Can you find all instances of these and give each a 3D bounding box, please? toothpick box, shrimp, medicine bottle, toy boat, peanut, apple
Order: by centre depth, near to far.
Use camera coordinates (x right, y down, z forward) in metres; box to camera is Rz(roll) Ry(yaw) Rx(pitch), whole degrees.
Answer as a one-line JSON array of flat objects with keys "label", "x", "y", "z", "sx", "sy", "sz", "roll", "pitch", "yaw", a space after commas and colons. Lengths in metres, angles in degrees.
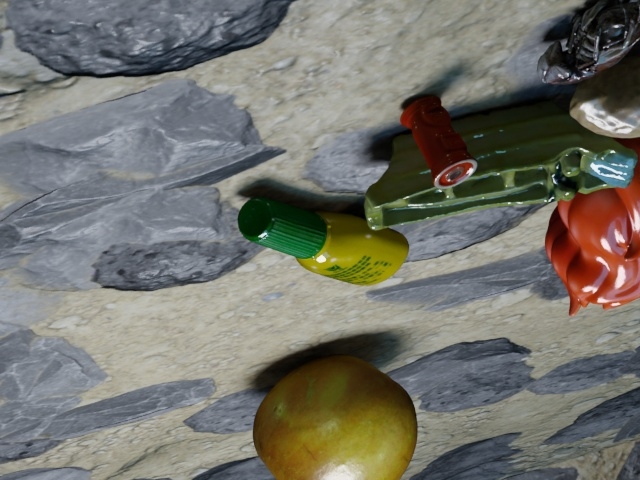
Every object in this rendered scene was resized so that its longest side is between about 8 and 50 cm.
[{"label": "shrimp", "x": 0.257, "y": -0.188, "z": 1.538, "sx": 0.065, "sy": 0.057, "sz": 0.165, "roll": 1, "pitch": 152, "yaw": -26}, {"label": "toothpick box", "x": 0.111, "y": -0.095, "z": 1.625, "sx": 0.047, "sy": 0.083, "sz": 0.047, "roll": -22, "pitch": 155, "yaw": -11}, {"label": "peanut", "x": 0.348, "y": -0.140, "z": 1.692, "sx": 0.227, "sy": 0.086, "sz": 0.104, "roll": -2, "pitch": 166, "yaw": -31}, {"label": "toy boat", "x": 0.176, "y": -0.078, "z": 1.730, "sx": 0.276, "sy": 0.084, "sz": 0.111, "roll": -10, "pitch": 160, "yaw": -3}, {"label": "medicine bottle", "x": 0.000, "y": 0.000, "z": 1.820, "sx": 0.095, "sy": 0.064, "sz": 0.260, "roll": -20, "pitch": 161, "yaw": 27}, {"label": "apple", "x": 0.028, "y": 0.264, "z": 2.323, "sx": 0.207, "sy": 0.237, "sz": 0.237, "roll": -44, "pitch": 159, "yaw": -3}]

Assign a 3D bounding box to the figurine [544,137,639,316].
[{"label": "figurine", "x": 0.350, "y": -0.016, "z": 1.892, "sx": 0.257, "sy": 0.181, "sz": 0.208, "roll": 11, "pitch": 160, "yaw": -44}]
